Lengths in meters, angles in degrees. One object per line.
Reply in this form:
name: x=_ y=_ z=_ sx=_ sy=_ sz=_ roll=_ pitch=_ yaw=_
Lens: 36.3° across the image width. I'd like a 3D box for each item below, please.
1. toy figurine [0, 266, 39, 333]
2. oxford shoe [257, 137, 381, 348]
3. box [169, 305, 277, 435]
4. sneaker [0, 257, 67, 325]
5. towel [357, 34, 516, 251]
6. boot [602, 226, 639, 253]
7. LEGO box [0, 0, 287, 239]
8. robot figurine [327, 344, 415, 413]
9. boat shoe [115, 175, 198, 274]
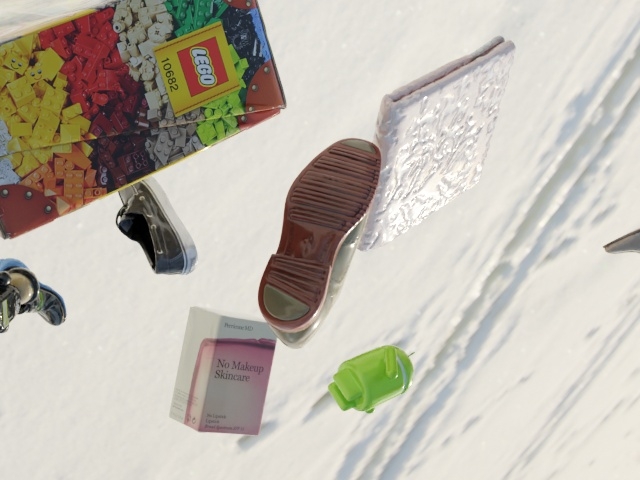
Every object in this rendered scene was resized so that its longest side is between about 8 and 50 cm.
toy figurine: x=-0.558 y=0.075 z=1.463 sx=0.213 sy=0.209 sz=0.148 roll=-37 pitch=-169 yaw=25
oxford shoe: x=0.000 y=0.000 z=1.472 sx=0.130 sy=0.123 sz=0.348 roll=80 pitch=32 yaw=-59
box: x=-0.191 y=0.260 z=1.948 sx=0.148 sy=0.126 sz=0.232 roll=12 pitch=88 yaw=-36
sneaker: x=-0.513 y=0.102 z=1.706 sx=0.188 sy=0.067 sz=0.078 roll=57 pitch=36 yaw=-52
towel: x=0.192 y=-0.165 z=1.678 sx=0.317 sy=0.053 sz=0.332 roll=-32 pitch=147 yaw=-32
boot: x=0.362 y=0.020 z=1.008 sx=0.118 sy=0.087 sz=0.042 roll=-23 pitch=176 yaw=-3
LEGO box: x=-0.347 y=-0.197 z=1.224 sx=0.372 sy=0.500 sz=0.193 roll=-30 pitch=116 yaw=-30
robot figurine: x=0.067 y=0.170 z=1.215 sx=0.115 sy=0.067 sz=0.101 roll=-18 pitch=148 yaw=-32
boat shoe: x=-0.263 y=-0.025 z=1.451 sx=0.076 sy=0.228 sz=0.080 roll=-10 pitch=137 yaw=-33
